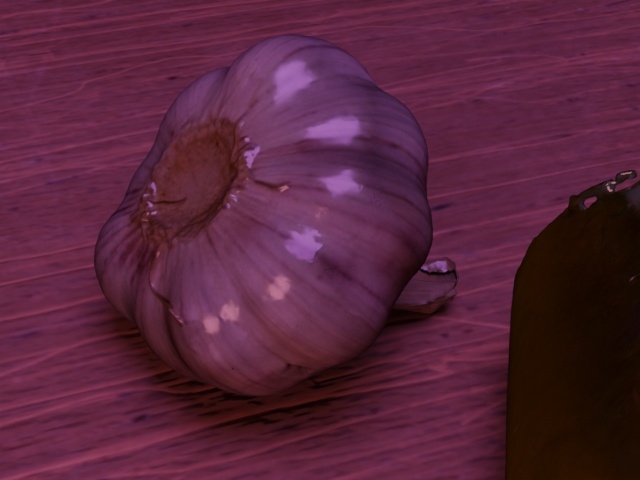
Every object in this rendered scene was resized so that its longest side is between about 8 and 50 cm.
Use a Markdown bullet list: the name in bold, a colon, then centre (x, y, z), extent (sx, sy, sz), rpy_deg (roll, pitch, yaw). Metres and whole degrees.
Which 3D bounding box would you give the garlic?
- **garlic**: centre (0.000, 0.000, 0.939), extent (0.253, 0.245, 0.245), rpy_deg (25, 24, -39)

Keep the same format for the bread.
- **bread**: centre (0.236, 0.119, 0.800), extent (0.251, 0.208, 0.376), rpy_deg (6, 43, 5)
